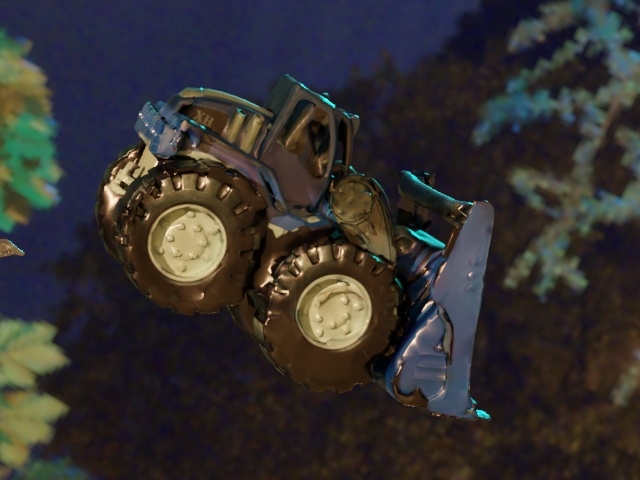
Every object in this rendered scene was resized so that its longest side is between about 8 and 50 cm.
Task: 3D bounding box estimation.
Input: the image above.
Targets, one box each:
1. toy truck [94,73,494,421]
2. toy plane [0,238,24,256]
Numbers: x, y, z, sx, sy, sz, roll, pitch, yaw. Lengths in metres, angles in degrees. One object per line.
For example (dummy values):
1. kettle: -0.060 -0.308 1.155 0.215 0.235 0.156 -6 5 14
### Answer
1. toy truck: 0.000 0.000 0.878 0.126 0.208 0.113 -59 18 2
2. toy plane: -0.350 0.040 1.427 0.226 0.226 0.058 -37 -3 -19
